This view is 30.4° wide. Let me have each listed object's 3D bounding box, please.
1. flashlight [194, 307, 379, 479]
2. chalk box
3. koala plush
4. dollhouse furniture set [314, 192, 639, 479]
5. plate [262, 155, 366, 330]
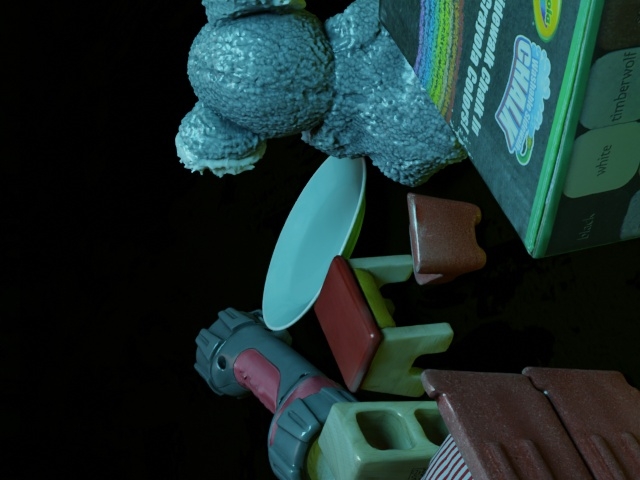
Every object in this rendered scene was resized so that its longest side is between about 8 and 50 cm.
[{"bbox_3d":[-0.043,0.152,1.128,0.304,0.103,0.103,27,107,61],"label":"flashlight"},{"bbox_3d":[0.165,-0.119,0.591,0.180,0.179,0.289,94,159,-44],"label":"chalk box"},{"bbox_3d":[-0.003,-0.135,0.932,0.203,0.221,0.196,56,136,51],"label":"koala plush"},{"bbox_3d":[0.075,0.107,0.828,0.374,0.152,0.201,64,143,44],"label":"dollhouse furniture set"},{"bbox_3d":[0.000,0.000,1.090,0.188,0.024,0.188,-52,23,34],"label":"plate"}]
